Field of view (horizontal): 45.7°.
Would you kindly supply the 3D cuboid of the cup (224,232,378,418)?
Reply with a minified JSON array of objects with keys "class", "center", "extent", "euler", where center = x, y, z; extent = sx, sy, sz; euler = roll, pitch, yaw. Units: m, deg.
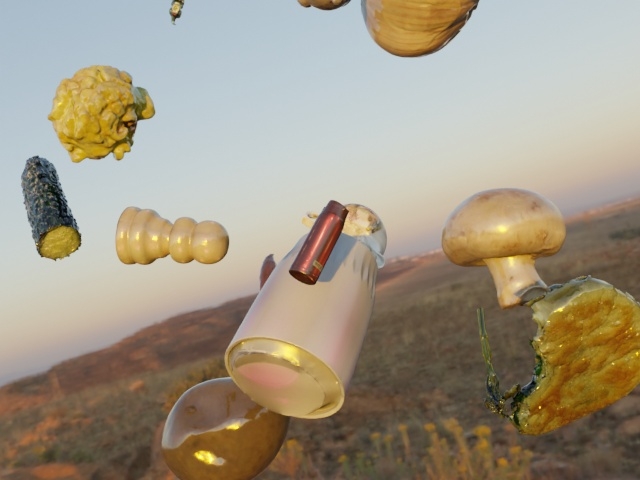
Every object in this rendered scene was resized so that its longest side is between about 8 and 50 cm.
[{"class":"cup","center":[-0.022,0.167,1.600],"extent":[0.253,0.253,0.371],"euler":[-18,33,38]}]

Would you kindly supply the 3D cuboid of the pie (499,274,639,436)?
[{"class":"pie","center":[0.502,0.229,1.472],"extent":[0.297,0.371,0.078],"euler":[0,29,-15]}]

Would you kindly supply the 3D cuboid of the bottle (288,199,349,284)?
[{"class":"bottle","center":[0.000,0.000,1.407],"extent":[0.164,0.060,0.060],"euler":[-62,16,-20]}]

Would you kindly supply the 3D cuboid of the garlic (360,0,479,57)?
[{"class":"garlic","center":[0.210,-0.542,1.602],"extent":[0.259,0.317,0.317],"euler":[15,-5,-3]}]

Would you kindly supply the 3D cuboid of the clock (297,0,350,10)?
[{"class":"clock","center":[-0.020,-0.525,1.407],"extent":[0.189,0.254,0.189],"euler":[-29,-19,-11]}]

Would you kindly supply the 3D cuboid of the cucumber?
[{"class":"cucumber","center":[-0.601,-0.093,1.657],"extent":[0.096,0.096,0.359],"euler":[-15,40,-20]}]

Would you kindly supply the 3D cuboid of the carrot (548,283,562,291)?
[{"class":"carrot","center":[0.686,0.173,2.028],"extent":[0.193,0.087,0.087],"euler":[20,-19,-24]}]

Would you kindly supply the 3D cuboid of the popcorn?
[{"class":"popcorn","center":[-0.505,-0.288,1.761],"extent":[0.181,0.235,0.217],"euler":[22,14,36]}]

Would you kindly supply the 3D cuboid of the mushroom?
[{"class":"mushroom","center":[0.440,0.021,1.833],"extent":[0.298,0.290,0.297],"euler":[-4,-11,-1]}]

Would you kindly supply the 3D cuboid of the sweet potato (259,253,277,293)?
[{"class":"sweet potato","center":[-0.148,0.120,2.121],"extent":[0.057,0.057,0.264],"euler":[-16,33,14]}]

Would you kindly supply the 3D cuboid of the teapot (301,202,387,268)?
[{"class":"teapot","center":[0.085,-0.011,2.258],"extent":[0.298,0.204,0.139],"euler":[25,25,22]}]

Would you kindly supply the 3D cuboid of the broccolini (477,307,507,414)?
[{"class":"broccolini","center":[0.335,0.236,1.499],"extent":[0.042,0.218,0.044],"euler":[-8,-31,15]}]

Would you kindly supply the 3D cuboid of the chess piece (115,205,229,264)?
[{"class":"chess piece","center":[-0.227,-0.005,1.195],"extent":[0.170,0.094,0.094],"euler":[3,1,13]}]

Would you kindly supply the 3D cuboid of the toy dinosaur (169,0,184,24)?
[{"class":"toy dinosaur","center":[-0.349,-0.565,1.840],"extent":[0.031,0.083,0.047],"euler":[14,14,-10]}]

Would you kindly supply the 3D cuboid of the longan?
[{"class":"longan","center":[-0.233,0.477,1.889],"extent":[0.350,0.288,0.288],"euler":[-30,-8,19]}]
